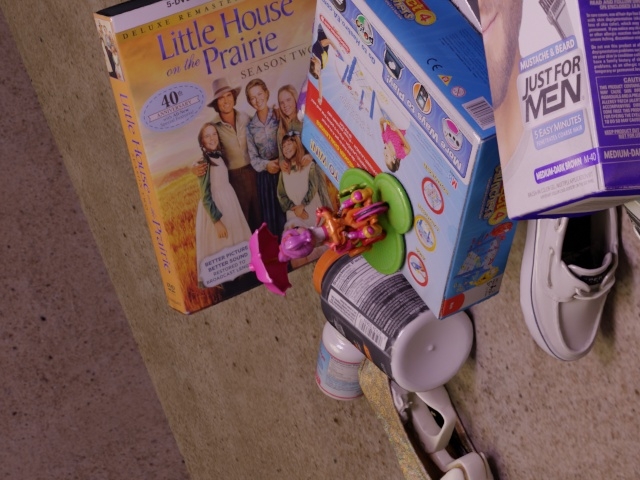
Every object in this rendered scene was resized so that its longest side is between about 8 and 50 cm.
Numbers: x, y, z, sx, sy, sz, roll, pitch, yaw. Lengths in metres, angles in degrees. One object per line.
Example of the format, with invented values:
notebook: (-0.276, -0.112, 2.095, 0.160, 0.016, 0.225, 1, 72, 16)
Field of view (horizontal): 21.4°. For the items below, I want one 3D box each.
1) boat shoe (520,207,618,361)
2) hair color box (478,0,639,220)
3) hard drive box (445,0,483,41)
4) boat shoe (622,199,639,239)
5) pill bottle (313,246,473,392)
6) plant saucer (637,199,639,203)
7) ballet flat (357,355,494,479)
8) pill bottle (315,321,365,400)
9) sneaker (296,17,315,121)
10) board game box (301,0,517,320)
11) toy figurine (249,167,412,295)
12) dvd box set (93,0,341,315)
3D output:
boat shoe: (0.278, 0.021, 1.821, 0.088, 0.096, 0.268, -138, 42, -55)
hair color box: (0.236, -0.200, 1.586, 0.185, 0.110, 0.339, 159, 106, -67)
hard drive box: (0.171, -0.194, 1.861, 0.181, 0.089, 0.232, 63, 157, 11)
boat shoe: (0.336, -0.019, 1.663, 0.219, 0.077, 0.070, 56, 153, 24)
pill bottle: (0.086, 0.091, 2.260, 0.245, 0.130, 0.130, 40, 145, 50)
plant saucer: (0.342, -0.116, 1.578, 0.195, 0.037, 0.195, 17, 111, 54)
ballet flat: (0.165, 0.285, 2.293, 0.349, 0.123, 0.123, 61, 157, 16)
pill bottle: (0.042, 0.158, 2.473, 0.087, 0.087, 0.160, 54, 153, 30)
sneaker: (0.023, -0.238, 2.170, 0.105, 0.095, 0.236, 67, 154, 21)
board game box: (0.101, -0.123, 1.855, 0.308, 0.086, 0.302, 54, 154, 30)
toy figurine: (0.000, 0.000, 1.873, 0.130, 0.159, 0.173, 65, 157, 6)
dvd box set: (-0.107, -0.146, 2.252, 0.062, 0.307, 0.420, 24, 131, 56)
